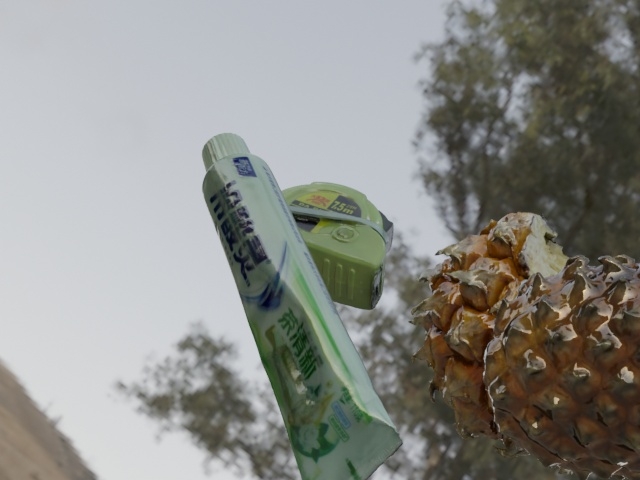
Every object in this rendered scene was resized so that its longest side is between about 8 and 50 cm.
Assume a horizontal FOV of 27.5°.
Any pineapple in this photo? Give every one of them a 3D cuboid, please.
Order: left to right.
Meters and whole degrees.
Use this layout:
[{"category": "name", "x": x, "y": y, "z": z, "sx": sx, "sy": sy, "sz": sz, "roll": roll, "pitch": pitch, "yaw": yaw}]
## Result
[{"category": "pineapple", "x": 0.192, "y": 0.167, "z": 1.429, "sx": 0.286, "sy": 0.209, "sz": 0.344, "roll": -19, "pitch": -59, "yaw": 45}, {"category": "pineapple", "x": 0.285, "y": 0.084, "z": 0.885, "sx": 0.361, "sy": 0.175, "sz": 0.175, "roll": -3, "pitch": -44, "yaw": 40}]

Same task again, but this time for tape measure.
[{"category": "tape measure", "x": 0.000, "y": 0.000, "z": 1.458, "sx": 0.177, "sy": 0.154, "sz": 0.088, "roll": 16, "pitch": -51, "yaw": 15}]

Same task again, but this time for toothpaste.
[{"category": "toothpaste", "x": -0.023, "y": 0.033, "z": 0.783, "sx": 0.048, "sy": 0.075, "sz": 0.297, "roll": 24, "pitch": 28, "yaw": -36}]
